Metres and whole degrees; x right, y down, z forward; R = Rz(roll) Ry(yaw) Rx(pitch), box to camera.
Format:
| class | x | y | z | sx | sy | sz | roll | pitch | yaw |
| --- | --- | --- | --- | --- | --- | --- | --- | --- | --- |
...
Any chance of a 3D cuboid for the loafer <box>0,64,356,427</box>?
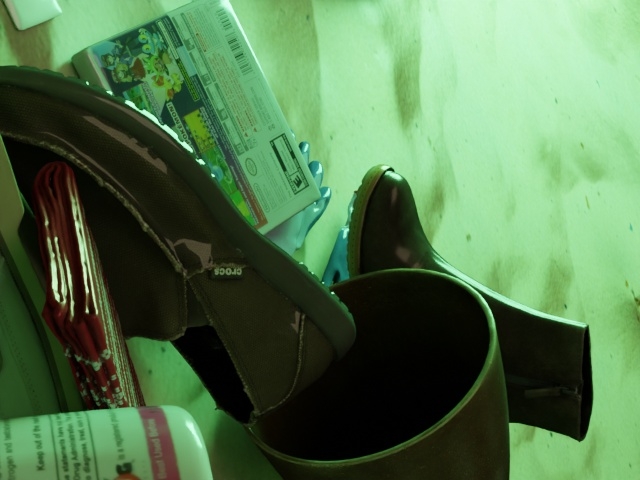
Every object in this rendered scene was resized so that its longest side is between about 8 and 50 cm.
| class | x | y | z | sx | sy | sz | roll | pitch | yaw |
| --- | --- | --- | --- | --- | --- | --- | --- | --- | --- |
| loafer | -0.122 | 0.014 | 1.060 | 0.366 | 0.134 | 0.130 | 41 | 69 | -26 |

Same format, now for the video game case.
| class | x | y | z | sx | sy | sz | roll | pitch | yaw |
| --- | --- | --- | --- | --- | --- | --- | --- | --- | --- |
| video game case | -0.097 | -0.090 | 1.217 | 0.183 | 0.023 | 0.201 | -35 | 103 | -48 |

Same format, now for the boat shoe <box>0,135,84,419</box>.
| class | x | y | z | sx | sy | sz | roll | pitch | yaw |
| --- | --- | --- | --- | --- | --- | --- | --- | --- | --- |
| boat shoe | -0.228 | 0.043 | 0.937 | 0.103 | 0.113 | 0.302 | -21 | 105 | -19 |

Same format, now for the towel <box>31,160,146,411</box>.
| class | x | y | z | sx | sy | sz | roll | pitch | yaw |
| --- | --- | --- | --- | --- | --- | --- | --- | --- | --- |
| towel | -0.133 | 0.104 | 0.951 | 0.199 | 0.031 | 0.275 | -113 | -171 | -58 |

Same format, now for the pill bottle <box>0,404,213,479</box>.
| class | x | y | z | sx | sy | sz | roll | pitch | yaw |
| --- | --- | --- | --- | --- | --- | --- | --- | --- | --- |
| pill bottle | -0.200 | 0.176 | 0.760 | 0.283 | 0.160 | 0.160 | -4 | 76 | -14 |

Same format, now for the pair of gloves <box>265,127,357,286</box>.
| class | x | y | z | sx | sy | sz | roll | pitch | yaw |
| --- | --- | --- | --- | --- | --- | --- | --- | --- | --- |
| pair of gloves | 0.000 | 0.000 | 1.332 | 0.198 | 0.023 | 0.159 | 44 | 46 | -34 |

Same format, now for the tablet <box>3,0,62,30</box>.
| class | x | y | z | sx | sy | sz | roll | pitch | yaw |
| --- | --- | --- | --- | --- | --- | --- | --- | --- | --- |
| tablet | -0.229 | -0.203 | 1.115 | 0.054 | 0.006 | 0.083 | -38 | 107 | -53 |

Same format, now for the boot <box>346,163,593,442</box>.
| class | x | y | z | sx | sy | sz | roll | pitch | yaw |
| --- | --- | --- | --- | --- | --- | --- | --- | --- | --- |
| boot | 0.136 | 0.054 | 1.278 | 0.090 | 0.207 | 0.248 | -44 | 134 | -48 |

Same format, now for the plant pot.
| class | x | y | z | sx | sy | sz | roll | pitch | yaw |
| --- | --- | --- | --- | --- | --- | --- | --- | --- | --- |
| plant pot | 0.072 | 0.180 | 1.223 | 0.230 | 0.215 | 0.215 | 66 | 33 | -35 |
